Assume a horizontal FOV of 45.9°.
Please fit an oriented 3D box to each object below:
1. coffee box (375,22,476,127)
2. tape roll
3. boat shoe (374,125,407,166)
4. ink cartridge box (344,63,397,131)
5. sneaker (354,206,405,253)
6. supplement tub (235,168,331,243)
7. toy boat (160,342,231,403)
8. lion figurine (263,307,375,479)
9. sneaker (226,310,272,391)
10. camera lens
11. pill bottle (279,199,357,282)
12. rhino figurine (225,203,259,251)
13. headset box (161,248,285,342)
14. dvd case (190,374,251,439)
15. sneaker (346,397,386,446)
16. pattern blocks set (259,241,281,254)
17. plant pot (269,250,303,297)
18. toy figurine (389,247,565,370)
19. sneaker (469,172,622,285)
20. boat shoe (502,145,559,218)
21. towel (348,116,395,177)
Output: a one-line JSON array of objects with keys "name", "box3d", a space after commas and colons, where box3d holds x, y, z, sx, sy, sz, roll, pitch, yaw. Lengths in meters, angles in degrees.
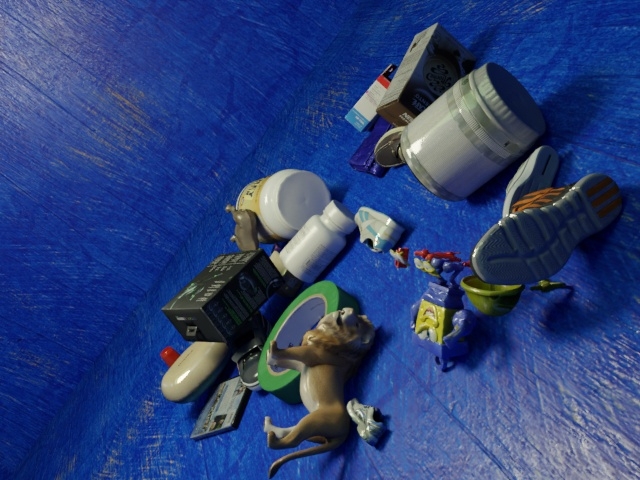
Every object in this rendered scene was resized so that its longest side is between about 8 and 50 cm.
[{"name": "coffee box", "box3d": [0.306, -0.447, 2.169, 0.119, 0.168, 0.297, -14, 45, 60]}, {"name": "tape roll", "box3d": [-0.034, 0.257, 1.929, 0.321, 0.077, 0.321, -44, 23, 25]}, {"name": "boat shoe", "box3d": [0.244, -0.260, 2.107, 0.285, 0.103, 0.092, -17, 36, 49]}, {"name": "ink cartridge box", "box3d": [0.194, -0.470, 2.505, 0.231, 0.078, 0.134, -48, -4, 17]}, {"name": "sneaker", "box3d": [0.137, -0.027, 1.993, 0.092, 0.087, 0.229, -57, 19, -2]}, {"name": "supplement tub", "box3d": [-0.121, -0.110, 2.472, 0.316, 0.228, 0.228, -11, 47, 61]}, {"name": "toy boat", "box3d": [-0.400, 0.410, 2.403, 0.267, 0.148, 0.318, -47, 21, -24]}, {"name": "lion figurine", "box3d": [0.002, 0.327, 1.643, 0.142, 0.240, 0.392, 108, 166, -57]}, {"name": "sneaker", "box3d": [-0.202, 0.295, 2.139, 0.126, 0.127, 0.321, -34, 25, 6]}, {"name": "camera lens", "box3d": [0.334, -0.237, 1.702, 0.274, 0.219, 0.219, -40, 25, 33]}, {"name": "pill bottle", "box3d": [0.000, 0.000, 2.177, 0.229, 0.131, 0.131, -48, 21, 15]}, {"name": "rhino figurine", "box3d": [-0.236, 0.002, 2.428, 0.073, 0.243, 0.106, -23, 25, -32]}, {"name": "headset box", "box3d": [-0.286, 0.165, 2.172, 0.246, 0.131, 0.283, -8, 31, 51]}, {"name": "dvd case", "box3d": [-0.279, 0.477, 2.189, 0.253, 0.022, 0.180, -30, 31, 48]}, {"name": "sneaker", "box3d": [0.099, 0.360, 1.537, 0.058, 0.052, 0.135, -42, 29, 3]}, {"name": "pattern blocks set", "box3d": [-0.222, 0.137, 2.508, 0.325, 0.026, 0.285, -52, 26, 31]}, {"name": "plant pot", "box3d": [-0.110, 0.112, 2.289, 0.109, 0.109, 0.096, -56, 32, -5]}, {"name": "toy figurine", "box3d": [0.271, 0.149, 1.434, 0.362, 0.191, 0.217, 20, 106, 61]}, {"name": "sneaker", "box3d": [0.370, -0.007, 1.345, 0.321, 0.124, 0.180, -25, 2, -21]}, {"name": "boat shoe", "box3d": [0.417, -0.093, 1.527, 0.226, 0.083, 0.076, -53, 6, -30]}, {"name": "towel", "box3d": [0.208, -0.343, 2.345, 0.308, 0.076, 0.228, -55, 21, -2]}]
